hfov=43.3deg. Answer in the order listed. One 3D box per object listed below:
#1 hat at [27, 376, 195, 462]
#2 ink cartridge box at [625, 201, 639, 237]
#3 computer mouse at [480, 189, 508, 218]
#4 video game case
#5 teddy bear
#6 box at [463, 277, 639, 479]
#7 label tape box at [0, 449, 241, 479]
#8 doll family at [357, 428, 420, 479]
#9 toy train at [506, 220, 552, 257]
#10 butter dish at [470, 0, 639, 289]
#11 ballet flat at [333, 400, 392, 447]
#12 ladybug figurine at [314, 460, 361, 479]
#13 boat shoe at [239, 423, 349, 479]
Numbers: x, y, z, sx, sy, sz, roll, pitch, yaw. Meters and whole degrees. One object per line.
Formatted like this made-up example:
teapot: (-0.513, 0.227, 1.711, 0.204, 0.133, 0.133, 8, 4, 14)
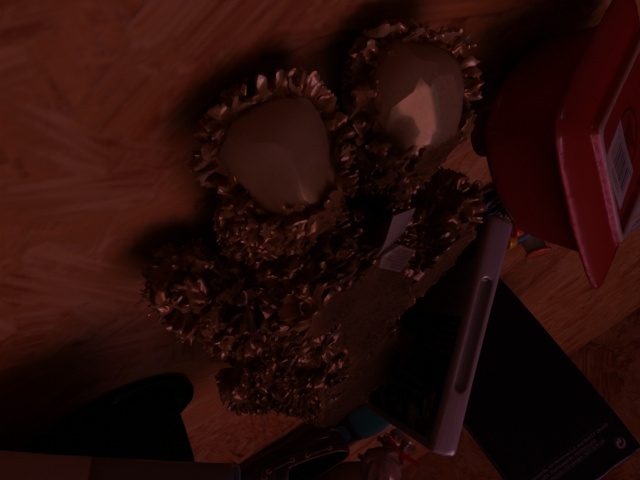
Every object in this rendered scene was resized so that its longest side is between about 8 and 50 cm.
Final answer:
hat: (-0.134, 0.234, 0.680, 0.208, 0.183, 0.173, -37, 160, 5)
ink cartridge box: (0.356, -0.101, 0.842, 0.154, 0.093, 0.212, -34, 161, -6)
computer mouse: (0.203, -0.080, 0.728, 0.106, 0.042, 0.193, -24, 163, -16)
video game case: (0.091, 0.070, 0.658, 0.190, 0.022, 0.173, 168, -62, -79)
teddy bear: (0.000, 0.000, 0.527, 0.245, 0.113, 0.338, -40, 153, -9)
box: (0.303, 0.242, 1.215, 0.182, 0.294, 0.296, -39, 159, 3)
label tape box: (-0.240, 0.225, 0.550, 0.347, 0.115, 0.249, 8, 148, -8)
doll family: (0.028, 0.268, 0.596, 0.263, 0.118, 0.163, -48, 160, -31)
toy train: (0.178, 0.019, 0.851, 0.166, 0.046, 0.125, -32, 170, 29)
butter dish: (0.165, -0.074, 0.576, 0.160, 0.118, 0.160, -57, 138, -30)
ballet flat: (0.054, 0.305, 1.321, 0.168, 0.057, 0.052, -30, 171, 12)
ladybug figurine: (-0.020, 0.485, 1.343, 0.305, 0.162, 0.449, -21, 166, -12)
boat shoe: (-0.055, 0.339, 1.176, 0.207, 0.073, 0.073, -33, 141, -8)
